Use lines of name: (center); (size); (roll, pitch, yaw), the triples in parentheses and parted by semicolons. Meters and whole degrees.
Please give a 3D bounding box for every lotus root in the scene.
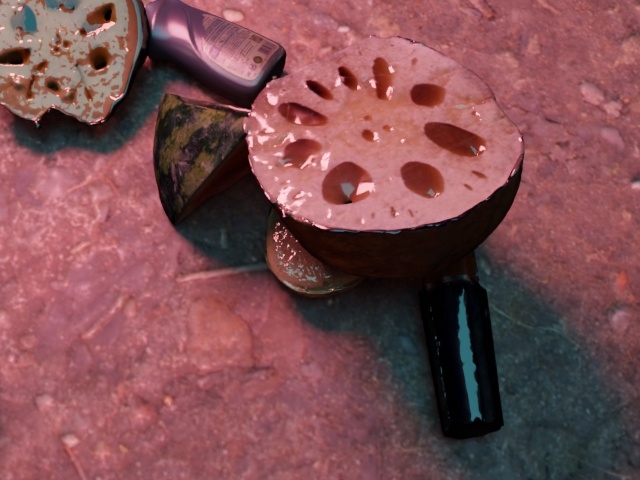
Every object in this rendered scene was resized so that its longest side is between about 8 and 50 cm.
lotus root: (0.065, -0.068, 0.866); (0.272, 0.192, 0.272); (-3, 62, 5)
lotus root: (-0.306, -0.226, 1.008); (0.183, 0.078, 0.203); (34, 81, -9)

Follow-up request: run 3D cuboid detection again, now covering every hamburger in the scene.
hamburger: (0.000, 0.000, 0.963); (0.133, 0.062, 0.140); (-5, 69, -6)

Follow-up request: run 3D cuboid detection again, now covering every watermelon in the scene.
watermelon: (-0.109, -0.136, 0.963); (0.202, 0.207, 0.136); (-43, 103, -37)

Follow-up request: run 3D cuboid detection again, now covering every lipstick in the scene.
lipstick: (0.145, 0.014, 0.966); (0.077, 0.077, 0.418); (-1, 66, -7)

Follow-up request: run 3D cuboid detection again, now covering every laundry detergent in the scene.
laundry detergent: (-0.150, -0.246, 1.051); (0.206, 0.061, 0.096); (29, 69, 6)
